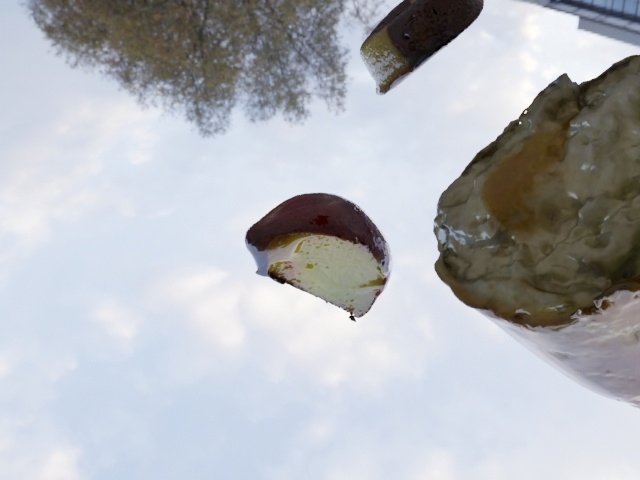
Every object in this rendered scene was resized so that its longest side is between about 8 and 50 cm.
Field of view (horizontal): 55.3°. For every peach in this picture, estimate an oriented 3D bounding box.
[{"bbox_3d":[0.001,-0.003,1.006,0.267,0.159,0.154,25,-148,-26],"label":"peach"}]

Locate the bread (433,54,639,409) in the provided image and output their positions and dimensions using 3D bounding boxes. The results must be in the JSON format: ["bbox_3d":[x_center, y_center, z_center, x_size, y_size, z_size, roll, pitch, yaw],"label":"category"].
[{"bbox_3d":[0.373,0.020,0.673,0.361,0.394,0.250,-44,-152,19],"label":"bread"}]

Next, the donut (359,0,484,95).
[{"bbox_3d":[0.128,-0.281,0.817,0.184,0.073,0.166,-26,-156,46],"label":"donut"}]
